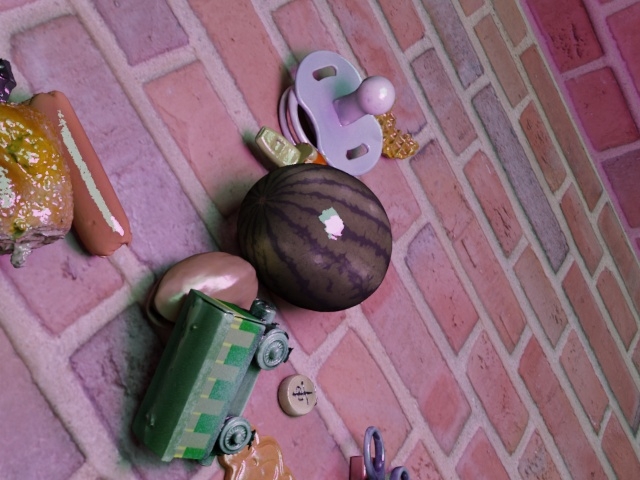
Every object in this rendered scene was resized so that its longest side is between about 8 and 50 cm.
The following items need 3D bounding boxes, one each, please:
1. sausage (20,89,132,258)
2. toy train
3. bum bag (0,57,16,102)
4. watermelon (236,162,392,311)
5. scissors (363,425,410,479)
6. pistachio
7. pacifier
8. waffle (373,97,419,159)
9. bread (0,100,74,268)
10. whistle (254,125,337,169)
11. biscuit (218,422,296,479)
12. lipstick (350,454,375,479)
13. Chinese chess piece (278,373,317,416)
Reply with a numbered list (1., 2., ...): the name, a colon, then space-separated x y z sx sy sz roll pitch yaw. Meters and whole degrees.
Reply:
1. sausage: -0.400 -0.109 1.255 0.086 0.086 0.289 -30 98 -47
2. toy train: -0.179 0.233 1.289 0.202 0.120 0.301 22 91 -46
3. bum bag: -0.559 -0.265 1.167 0.197 0.049 0.087 8 67 -44
4. watermelon: 0.000 0.000 1.499 0.359 0.278 0.279 33 54 -51
5. scissors: 0.120 0.596 1.535 0.256 0.029 0.384 57 33 -42
6. pistachio: -0.207 0.090 1.362 0.225 0.135 0.136 -17 90 -41
7. pacifier: 0.065 -0.296 1.700 0.244 0.233 0.300 -30 98 -44
8. waffle: 0.175 -0.297 1.953 0.149 0.051 0.194 -10 79 -48
9. bread: -0.464 -0.081 1.110 0.195 0.176 0.247 -12 87 -44
10. whistle: -0.030 -0.141 1.636 0.288 0.106 0.131 42 69 -33
11. biscuit: -0.113 0.440 1.417 0.144 0.040 0.236 -44 112 -50
12. lipstick: 0.087 0.525 1.588 0.045 0.045 0.146 23 60 -39
13. Chinese chess piece: -0.046 0.309 1.527 0.084 0.034 0.084 17 65 -41
